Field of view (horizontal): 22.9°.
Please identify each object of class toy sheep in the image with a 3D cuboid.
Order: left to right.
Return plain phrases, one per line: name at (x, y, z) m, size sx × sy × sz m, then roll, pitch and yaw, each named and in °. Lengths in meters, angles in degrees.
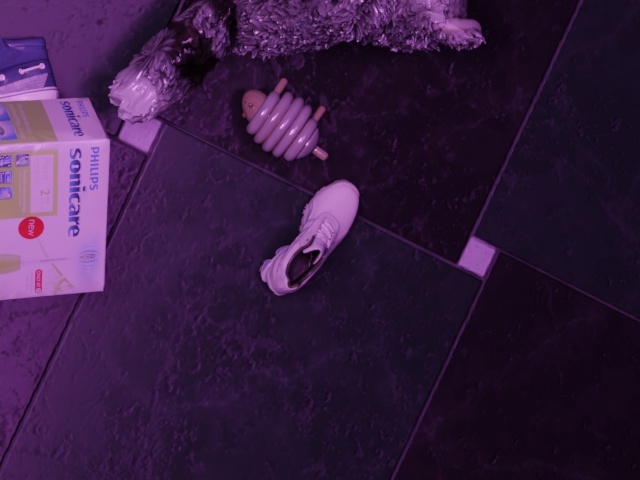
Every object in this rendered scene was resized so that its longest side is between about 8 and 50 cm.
toy sheep at (-0.043, -0.145, 1.992) m, size 0.132 × 0.091 × 0.091 m, roll 34°, pitch 85°, yaw -2°

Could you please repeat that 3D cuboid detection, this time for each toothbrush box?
toothbrush box at (-0.395, -0.044, 1.824) m, size 0.283 × 0.122 × 0.206 m, roll -5°, pitch 121°, yaw -21°

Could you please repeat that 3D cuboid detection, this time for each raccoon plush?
raccoon plush at (-0.019, -0.249, 1.958) m, size 0.446 × 0.216 × 0.299 m, roll -42°, pitch 119°, yaw 6°

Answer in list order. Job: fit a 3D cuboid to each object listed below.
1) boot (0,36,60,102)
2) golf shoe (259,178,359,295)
boot at (-0.409, -0.186, 1.871) m, size 0.190 × 0.069 × 0.086 m, roll -12°, pitch 87°, yaw -20°
golf shoe at (0.000, 0.000, 2.026) m, size 0.069 × 0.086 × 0.176 m, roll 38°, pitch 82°, yaw -18°
